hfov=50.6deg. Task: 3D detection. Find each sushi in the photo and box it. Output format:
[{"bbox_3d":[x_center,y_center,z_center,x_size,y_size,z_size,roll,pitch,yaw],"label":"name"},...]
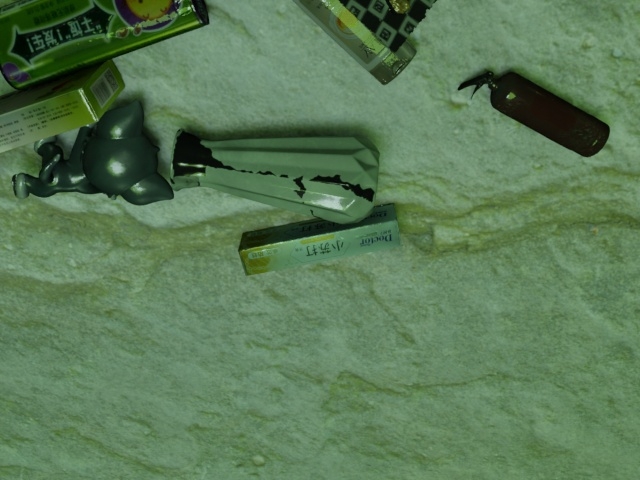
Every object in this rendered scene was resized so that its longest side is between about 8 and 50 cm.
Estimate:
[{"bbox_3d":[0.100,-0.412,1.077,0.201,0.031,0.139,37,88,-20],"label":"sushi"}]

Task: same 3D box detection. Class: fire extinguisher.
[{"bbox_3d":[0.377,-0.230,1.201,0.268,0.072,0.089,24,154,-14],"label":"fire extinguisher"}]

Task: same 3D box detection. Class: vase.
[{"bbox_3d":[-0.079,-0.123,1.217,0.360,0.165,0.165,6,121,0],"label":"vase"}]

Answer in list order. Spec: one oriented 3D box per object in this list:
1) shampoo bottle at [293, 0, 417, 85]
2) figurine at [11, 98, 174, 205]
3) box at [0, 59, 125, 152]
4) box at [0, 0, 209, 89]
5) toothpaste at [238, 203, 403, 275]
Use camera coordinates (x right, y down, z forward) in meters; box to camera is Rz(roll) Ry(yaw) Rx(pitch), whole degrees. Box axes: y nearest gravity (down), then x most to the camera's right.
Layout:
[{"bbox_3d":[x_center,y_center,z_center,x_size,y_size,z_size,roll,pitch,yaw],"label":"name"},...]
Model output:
[{"bbox_3d":[0.054,-0.363,1.123,0.227,0.056,0.086,39,110,-21],"label":"shampoo bottle"},{"bbox_3d":[-0.415,-0.147,1.207,0.265,0.140,0.193,-12,104,-20],"label":"figurine"},{"bbox_3d":[-0.477,-0.219,1.138,0.261,0.175,0.062,-17,119,9],"label":"box"},{"bbox_3d":[-0.365,-0.359,1.100,0.346,0.097,0.134,-17,104,9],"label":"box"},{"bbox_3d":[0.000,0.000,1.322,0.313,0.089,0.071,-11,115,7],"label":"toothpaste"}]
